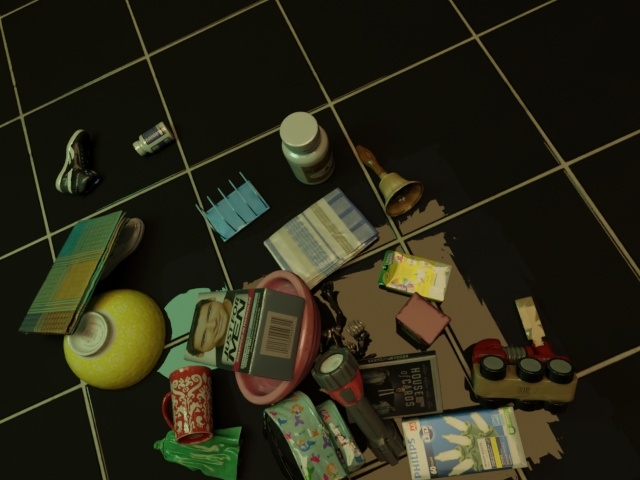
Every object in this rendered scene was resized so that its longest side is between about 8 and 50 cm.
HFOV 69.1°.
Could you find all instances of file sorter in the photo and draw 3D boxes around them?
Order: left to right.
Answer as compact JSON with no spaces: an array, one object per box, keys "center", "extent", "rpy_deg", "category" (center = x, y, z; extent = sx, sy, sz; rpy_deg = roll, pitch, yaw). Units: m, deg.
[{"center":[-0.259,-0.102,1.368],"extent":[0.170,0.104,0.118],"rpy_deg":[-37,72,-3],"category":"file sorter"}]

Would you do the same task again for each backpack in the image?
[{"center":[-0.026,0.481,1.091],"extent":[0.191,0.225,0.253],"rpy_deg":[-30,67,-24],"category":"backpack"}]

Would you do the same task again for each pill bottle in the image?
[{"center":[-0.540,-0.325,1.503],"extent":[0.120,0.067,0.067],"rpy_deg":[-33,71,-2],"category":"pill bottle"},{"center":[-0.037,-0.258,1.311],"extent":[0.131,0.229,0.131],"rpy_deg":[-3,73,9],"category":"pill bottle"}]

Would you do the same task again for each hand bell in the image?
[{"center":[0.173,-0.194,1.340],"extent":[0.126,0.126,0.242],"rpy_deg":[-34,58,-2],"category":"hand bell"}]

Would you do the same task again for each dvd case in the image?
[{"center":[0.171,0.361,1.138],"extent":[0.239,0.029,0.179],"rpy_deg":[-9,113,7],"category":"dvd case"}]

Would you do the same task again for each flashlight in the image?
[{"center":[0.094,0.384,1.084],"extent":[0.103,0.304,0.103],"rpy_deg":[-5,35,48],"category":"flashlight"}]

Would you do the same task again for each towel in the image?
[{"center":[-0.701,0.093,1.330],"extent":[0.272,0.040,0.369],"rpy_deg":[-7,57,34],"category":"towel"},{"center":[0.000,0.000,1.331],"extent":[0.285,0.034,0.209],"rpy_deg":[-37,69,-5],"category":"towel"}]

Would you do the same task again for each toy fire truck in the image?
[{"center":[0.475,0.266,1.129],"extent":[0.217,0.246,0.158],"rpy_deg":[0,116,11],"category":"toy fire truck"}]

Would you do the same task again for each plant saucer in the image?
[{"center":[-0.105,0.243,1.171],"extent":[0.332,0.084,0.331],"rpy_deg":[-32,48,44],"category":"plant saucer"}]

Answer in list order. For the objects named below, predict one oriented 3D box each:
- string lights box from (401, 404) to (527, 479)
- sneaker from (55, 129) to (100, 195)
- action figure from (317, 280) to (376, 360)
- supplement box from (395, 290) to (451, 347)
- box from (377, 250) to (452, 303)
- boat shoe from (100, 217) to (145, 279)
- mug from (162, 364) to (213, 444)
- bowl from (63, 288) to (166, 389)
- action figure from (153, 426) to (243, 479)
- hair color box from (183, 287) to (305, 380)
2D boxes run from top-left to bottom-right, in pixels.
[{"center":[0.333,0.478,1.104],"extent":[0.260,0.076,0.133],"rpy_deg":[-11,72,6],"category":"string lights box"},{"center":[-0.765,-0.248,1.519],"extent":[0.121,0.079,0.216],"rpy_deg":[14,84,10],"category":"sneaker"},{"center":[0.036,0.252,1.192],"extent":[0.164,0.141,0.275],"rpy_deg":[-26,68,-4],"category":"action figure"},{"center":[0.248,0.201,1.144],"extent":[0.104,0.188,0.080],"rpy_deg":[39,84,18],"category":"supplement box"},{"center":[0.252,0.096,1.253],"extent":[0.179,0.043,0.105],"rpy_deg":[15,77,11],"category":"box"},{"center":[-0.623,0.023,1.406],"extent":[0.083,0.076,0.226],"rpy_deg":[30,80,16],"category":"boat shoe"},{"center":[-0.335,0.433,1.201],"extent":[0.113,0.150,0.169],"rpy_deg":[9,46,-30],"category":"mug"},{"center":[-0.599,0.264,1.288],"extent":[0.290,0.156,0.289],"rpy_deg":[-3,72,9],"category":"bowl"},{"center":[-0.320,0.540,1.204],"extent":[0.233,0.063,0.137],"rpy_deg":[4,76,7],"category":"action figure"},{"center":[-0.199,0.223,1.137],"extent":[0.375,0.114,0.185],"rpy_deg":[-12,63,53],"category":"hair color box"}]
